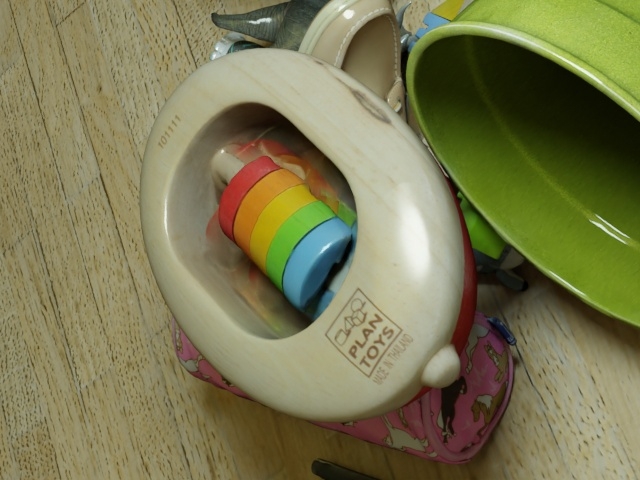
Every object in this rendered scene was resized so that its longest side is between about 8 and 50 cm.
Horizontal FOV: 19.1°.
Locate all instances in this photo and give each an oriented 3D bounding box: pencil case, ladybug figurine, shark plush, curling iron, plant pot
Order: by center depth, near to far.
[{"bbox_3d":[0.326,-0.163,1.678,0.366,0.366,0.353,25,64,42],"label":"plant pot"},{"bbox_3d":[0.000,0.000,1.813,0.305,0.162,0.449,-55,51,18],"label":"ladybug figurine"},{"bbox_3d":[0.081,0.284,1.951,0.274,0.035,0.068,27,93,42],"label":"curling iron"},{"bbox_3d":[0.154,-0.001,1.966,0.161,0.067,0.073,15,85,42],"label":"shark plush"},{"bbox_3d":[0.014,0.112,1.985,0.386,0.160,0.167,12,84,42],"label":"pencil case"}]

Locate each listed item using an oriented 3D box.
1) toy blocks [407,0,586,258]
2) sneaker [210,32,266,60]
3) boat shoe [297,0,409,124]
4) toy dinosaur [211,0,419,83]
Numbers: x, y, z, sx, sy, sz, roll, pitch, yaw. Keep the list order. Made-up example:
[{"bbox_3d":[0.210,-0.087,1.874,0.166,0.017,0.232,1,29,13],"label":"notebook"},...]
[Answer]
[{"bbox_3d":[0.201,-0.189,1.936,0.261,0.191,0.381,34,98,56],"label":"toy blocks"},{"bbox_3d":[-0.105,-0.163,2.244,0.076,0.065,0.166,16,87,38],"label":"sneaker"},{"bbox_3d":[0.048,-0.122,1.972,0.122,0.341,0.110,-30,58,-21],"label":"boat shoe"},{"bbox_3d":[0.004,-0.210,2.153,0.313,0.121,0.160,32,84,46],"label":"toy dinosaur"}]
